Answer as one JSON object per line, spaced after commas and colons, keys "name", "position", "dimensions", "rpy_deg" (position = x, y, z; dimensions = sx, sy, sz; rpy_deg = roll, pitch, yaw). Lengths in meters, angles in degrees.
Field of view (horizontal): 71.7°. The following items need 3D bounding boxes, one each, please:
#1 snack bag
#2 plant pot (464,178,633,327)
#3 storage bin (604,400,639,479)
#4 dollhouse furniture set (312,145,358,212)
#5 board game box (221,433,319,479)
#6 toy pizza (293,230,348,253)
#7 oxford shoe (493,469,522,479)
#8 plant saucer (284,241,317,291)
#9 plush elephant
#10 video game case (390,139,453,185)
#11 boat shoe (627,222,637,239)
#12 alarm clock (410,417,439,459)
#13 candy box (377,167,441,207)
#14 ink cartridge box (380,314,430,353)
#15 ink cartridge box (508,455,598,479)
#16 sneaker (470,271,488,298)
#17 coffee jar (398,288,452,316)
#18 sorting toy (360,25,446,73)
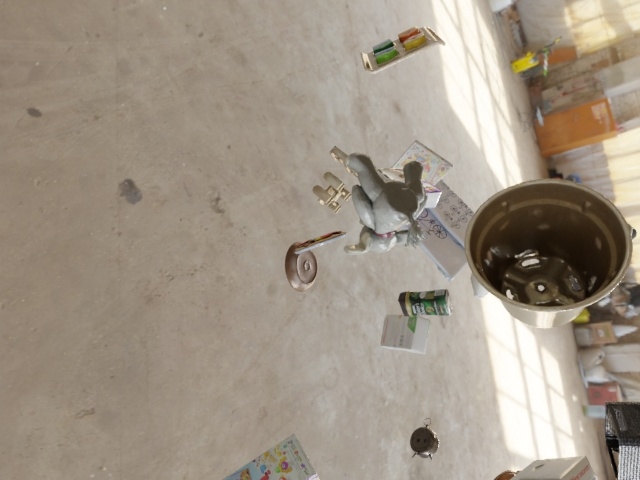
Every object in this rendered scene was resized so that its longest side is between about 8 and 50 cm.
{"name": "snack bag", "position": [0.481, -0.052, 1.707], "dimensions": [0.343, 0.037, 0.323], "rpy_deg": [-34, 79, -32]}
{"name": "plant pot", "position": [0.551, 0.071, 1.107], "dimensions": [0.305, 0.334, 0.333], "rpy_deg": [51, 40, -53]}
{"name": "storage bin", "position": [0.752, 0.488, 1.072], "dimensions": [0.122, 0.085, 0.180], "rpy_deg": [-66, 143, -52]}
{"name": "dollhouse furniture set", "position": [0.060, -0.277, 2.021], "dimensions": [0.161, 0.242, 0.212], "rpy_deg": [41, 3, 17]}
{"name": "board game box", "position": [-0.154, 0.760, 1.376], "dimensions": [0.275, 0.144, 0.142], "rpy_deg": [-27, 136, -15]}
{"name": "toy pizza", "position": [0.000, 0.000, 1.526], "dimensions": [0.201, 0.201, 0.032], "rpy_deg": [-20, 90, -54]}
{"name": "oxford shoe", "position": [0.713, 0.903, 1.638], "dimensions": [0.212, 0.076, 0.076], "rpy_deg": [10, 108, -29]}
{"name": "plant saucer", "position": [-0.065, 0.102, 1.738], "dimensions": [0.199, 0.036, 0.198], "rpy_deg": [15, 72, -55]}
{"name": "plush elephant", "position": [0.196, -0.075, 1.392], "dimensions": [0.272, 0.255, 0.329], "rpy_deg": [-3, 63, -27]}
{"name": "video game case", "position": [0.455, -0.328, 2.020], "dimensions": [0.206, 0.227, 0.026], "rpy_deg": [33, 54, -5]}
{"name": "boat shoe", "position": [0.925, 0.004, 1.424], "dimensions": [0.069, 0.227, 0.081], "rpy_deg": [24, 72, -3]}
{"name": "alarm clock", "position": [0.485, 0.920, 2.070], "dimensions": [0.064, 0.129, 0.192], "rpy_deg": [48, 45, -26]}
{"name": "candy box", "position": [0.315, -0.195, 1.635], "dimensions": [0.165, 0.070, 0.196], "rpy_deg": [-6, 38, -30]}
{"name": "ink cartridge box", "position": [0.378, 0.419, 1.997], "dimensions": [0.093, 0.212, 0.154], "rpy_deg": [22, 72, -29]}
{"name": "ink cartridge box", "position": [0.500, 0.552, 0.902], "dimensions": [0.128, 0.127, 0.176], "rpy_deg": [-6, 67, -39]}
{"name": "sneaker", "position": [0.646, 0.101, 1.789], "dimensions": [0.305, 0.114, 0.152], "rpy_deg": [-66, 170, -46]}
{"name": "coffee jar", "position": [0.384, 0.232, 1.635], "dimensions": [0.096, 0.185, 0.079], "rpy_deg": [65, 33, -29]}
{"name": "sorting toy", "position": [0.210, -0.516, 1.181], "dimensions": [0.193, 0.208, 0.038], "rpy_deg": [-89, 159, -55]}
